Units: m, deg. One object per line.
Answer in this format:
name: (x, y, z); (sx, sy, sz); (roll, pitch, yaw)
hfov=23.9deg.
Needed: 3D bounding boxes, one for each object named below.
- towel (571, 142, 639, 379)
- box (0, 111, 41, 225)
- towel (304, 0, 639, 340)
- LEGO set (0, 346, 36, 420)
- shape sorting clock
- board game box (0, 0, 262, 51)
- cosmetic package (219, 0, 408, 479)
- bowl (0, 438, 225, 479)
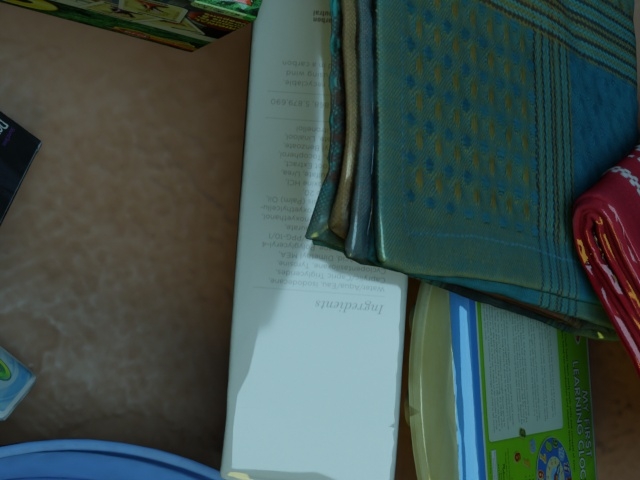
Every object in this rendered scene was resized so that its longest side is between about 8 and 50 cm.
towel: (0.228, 0.017, 0.784); (0.275, 0.031, 0.199); (-36, 102, -49)
box: (-0.210, -0.055, 0.677); (0.162, 0.116, 0.029); (36, 120, -16)
towel: (0.082, -0.148, 0.705); (0.271, 0.040, 0.370); (18, 69, -54)
LEGO set: (-0.231, 0.003, 0.628); (0.244, 0.182, 0.060); (39, 109, -4)
shape sorting clock: (0.092, 0.080, 0.754); (0.206, 0.040, 0.206); (12, 75, -54)
board game box: (-0.163, -0.135, 0.678); (0.259, 0.136, 0.030); (13, 89, -16)
cosmetic package: (0.000, 0.000, 0.729); (0.085, 0.117, 0.231); (5, 86, -1)
bowl: (-0.118, 0.286, 0.670); (0.391, 0.077, 0.391); (8, 74, -29)
